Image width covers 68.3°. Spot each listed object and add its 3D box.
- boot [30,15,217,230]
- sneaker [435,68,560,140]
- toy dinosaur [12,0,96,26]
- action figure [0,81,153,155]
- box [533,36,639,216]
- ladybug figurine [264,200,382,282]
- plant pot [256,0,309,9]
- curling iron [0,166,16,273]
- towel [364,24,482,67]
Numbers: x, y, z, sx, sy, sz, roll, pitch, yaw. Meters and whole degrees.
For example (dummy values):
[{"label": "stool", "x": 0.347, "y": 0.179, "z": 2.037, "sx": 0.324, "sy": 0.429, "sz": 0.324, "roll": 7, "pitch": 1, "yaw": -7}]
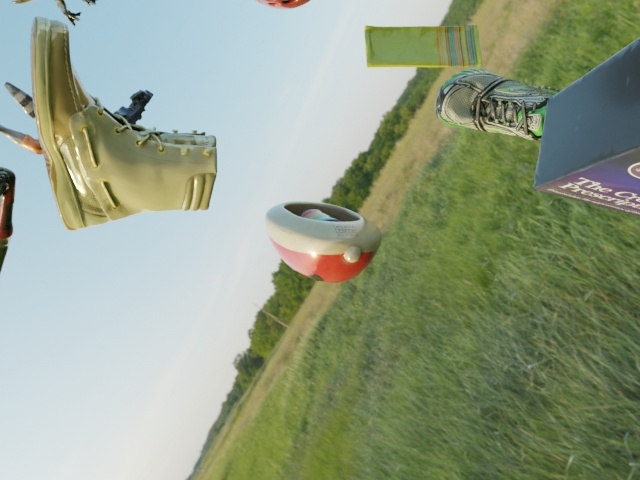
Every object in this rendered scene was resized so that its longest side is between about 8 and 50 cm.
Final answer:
[{"label": "boot", "x": -0.233, "y": -0.135, "z": 0.588, "sx": 0.095, "sy": 0.203, "sz": 0.262, "roll": -123, "pitch": 33, "yaw": -47}, {"label": "sneaker", "x": 0.424, "y": -0.298, "z": 1.050, "sx": 0.146, "sy": 0.342, "sz": 0.134, "roll": -100, "pitch": 14, "yaw": -61}, {"label": "toy dinosaur", "x": -0.601, "y": -0.576, "z": 1.100, "sx": 0.267, "sy": 0.118, "sz": 0.064, "roll": -7, "pitch": 65, "yaw": 36}, {"label": "action figure", "x": -0.604, "y": -0.297, "z": 1.211, "sx": 0.342, "sy": 0.178, "sz": 0.330, "roll": -55, "pitch": -24, "yaw": -7}, {"label": "box", "x": 0.345, "y": -0.073, "z": 0.375, "sx": 0.184, "sy": 0.260, "sz": 0.103, "roll": 124, "pitch": 159, "yaw": -80}, {"label": "ladybug figurine", "x": 0.000, "y": 0.000, "z": 1.308, "sx": 0.449, "sy": 0.304, "sz": 0.162, "roll": -139, "pitch": 52, "yaw": -67}, {"label": "plant pot", "x": -0.078, "y": -0.488, "z": 0.748, "sx": 0.191, "sy": 0.191, "sz": 0.174, "roll": -61, "pitch": -4, "yaw": 16}, {"label": "curling iron", "x": -0.498, "y": -0.013, "z": 0.710, "sx": 0.068, "sy": 0.035, "sz": 0.274, "roll": -14, "pitch": -28, "yaw": -41}, {"label": "towel", "x": 0.209, "y": -0.398, "z": 0.964, "sx": 0.021, "sy": 0.236, "sz": 0.102, "roll": 95, "pitch": 173, "yaw": -69}]
